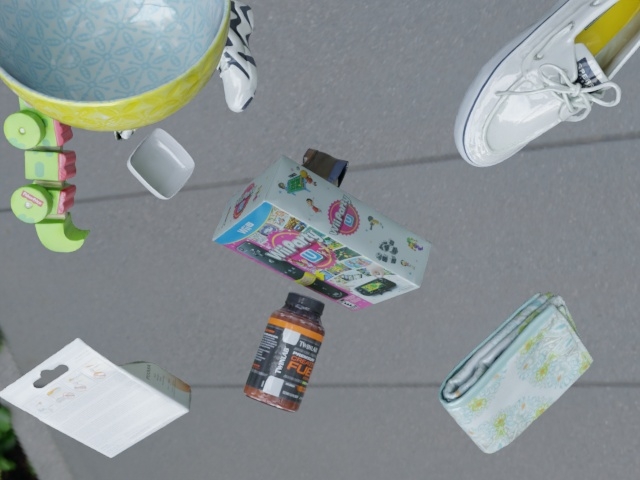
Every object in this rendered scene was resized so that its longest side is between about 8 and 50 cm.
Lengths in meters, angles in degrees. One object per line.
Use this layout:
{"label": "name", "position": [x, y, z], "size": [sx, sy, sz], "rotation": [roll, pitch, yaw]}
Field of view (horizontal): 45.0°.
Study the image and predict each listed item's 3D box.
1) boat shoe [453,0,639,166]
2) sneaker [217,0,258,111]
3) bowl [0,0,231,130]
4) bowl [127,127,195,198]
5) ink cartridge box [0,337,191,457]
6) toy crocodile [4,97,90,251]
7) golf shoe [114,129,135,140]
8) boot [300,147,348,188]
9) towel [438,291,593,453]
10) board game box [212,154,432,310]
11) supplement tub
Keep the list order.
{"label": "boat shoe", "position": [0.346, -0.229, 1.059], "size": [0.367, 0.156, 0.136], "rotation": [-44, 120, 9]}
{"label": "sneaker", "position": [-0.209, -0.379, 1.540], "size": [0.094, 0.153, 0.235], "rotation": [-6, 80, 50]}
{"label": "bowl", "position": [-0.245, -0.235, 0.943], "size": [0.289, 0.290, 0.156], "rotation": [19, 154, 9]}
{"label": "bowl", "position": [-0.384, -0.178, 1.840], "size": [0.142, 0.142, 0.053], "rotation": [46, 145, -20]}
{"label": "ink cartridge box", "position": [-0.271, 0.184, 0.940], "size": [0.145, 0.045, 0.179], "rotation": [-33, 124, 20]}
{"label": "toy crocodile", "position": [-0.476, -0.143, 1.356], "size": [0.105, 0.115, 0.341], "rotation": [2, 107, 3]}
{"label": "golf shoe", "position": [-0.406, -0.264, 1.676], "size": [0.069, 0.086, 0.176], "rotation": [9, 171, -26]}
{"label": "boot", "position": [-0.007, -0.139, 1.864], "size": [0.106, 0.219, 0.082], "rotation": [12, 140, 11]}
{"label": "towel", "position": [0.482, 0.331, 1.874], "size": [0.374, 0.090, 0.320], "rotation": [-42, 130, -2]}
{"label": "board game box", "position": [0.000, 0.000, 1.317], "size": [0.303, 0.098, 0.224], "rotation": [29, 152, -18]}
{"label": "supplement tub", "position": [-0.056, 0.193, 1.356], "size": [0.106, 0.106, 0.198], "rotation": [17, 81, 10]}
